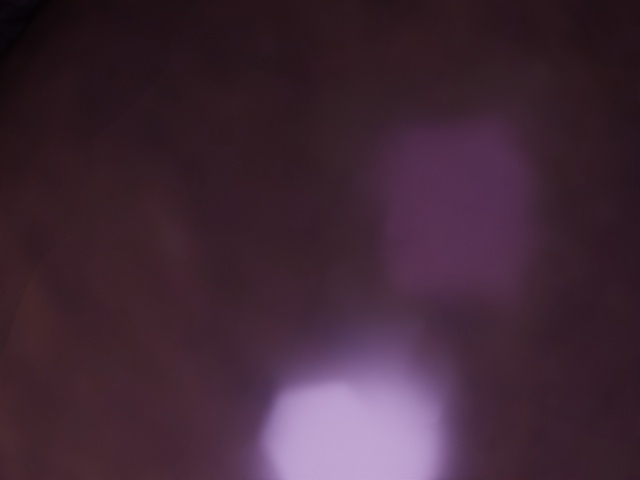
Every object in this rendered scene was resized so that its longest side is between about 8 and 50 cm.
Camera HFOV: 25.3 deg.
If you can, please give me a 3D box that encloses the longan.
[{"bbox_3d":[0.000,0.000,0.447,0.300,0.243,0.300,-5,49,5],"label":"longan"}]
